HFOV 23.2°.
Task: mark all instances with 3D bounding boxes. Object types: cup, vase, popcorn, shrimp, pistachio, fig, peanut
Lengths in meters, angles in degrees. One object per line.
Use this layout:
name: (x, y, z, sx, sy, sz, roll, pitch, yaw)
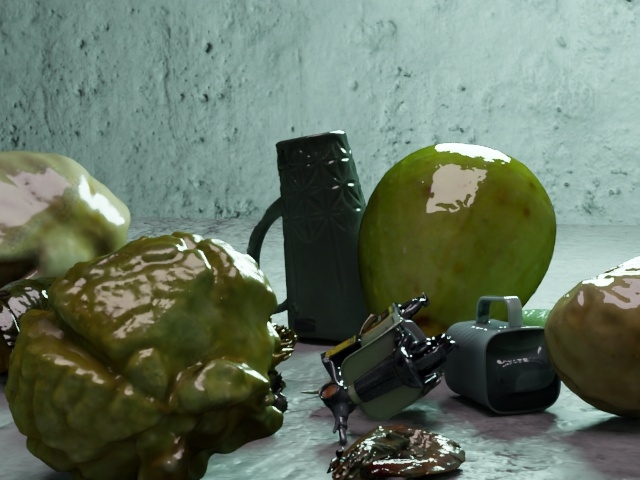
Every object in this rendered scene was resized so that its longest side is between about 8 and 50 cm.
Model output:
cup: (0.204, 0.125, 1.776, 0.095, 0.128, 0.129, -6, 5, -20)
vase: (0.000, 0.000, 2.227, 0.251, 0.301, 0.156, -8, 3, 25)
popcorn: (-0.162, 0.118, 1.472, 0.257, 0.224, 0.270, -3, 46, 16)
shrimp: (0.067, 0.207, 1.481, 0.101, 0.042, 0.190, 13, 13, 34)
pistachio: (-0.497, 0.019, 2.297, 0.445, 0.281, 0.365, -15, 15, 3)
fig: (0.166, 0.022, 2.061, 0.258, 0.258, 0.326, 2, 39, 27)
peanut: (0.427, 0.097, 1.723, 0.387, 0.169, 0.192, -2, 42, -17)

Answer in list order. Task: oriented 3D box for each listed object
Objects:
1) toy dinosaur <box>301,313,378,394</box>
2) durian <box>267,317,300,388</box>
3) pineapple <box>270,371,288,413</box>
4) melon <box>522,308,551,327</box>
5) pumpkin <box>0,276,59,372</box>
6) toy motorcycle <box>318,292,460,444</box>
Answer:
toy dinosaur: (0.035, 0.155, 1.902, 0.037, 0.058, 0.180, -14, 20, 30)
durian: (-0.148, 0.134, 1.813, 0.306, 0.166, 0.172, -11, 41, -28)
pineapple: (-0.131, 0.166, 1.658, 0.197, 0.108, 0.108, 9, 5, -12)
melon: (0.246, 0.132, 2.125, 0.114, 0.053, 0.261, -31, 19, -34)
pumpkin: (-0.351, 0.116, 1.951, 0.131, 0.126, 0.248, -9, 11, -38)
toy motorcycle: (0.074, 0.136, 1.705, 0.157, 0.091, 0.263, -33, 4, 3)
